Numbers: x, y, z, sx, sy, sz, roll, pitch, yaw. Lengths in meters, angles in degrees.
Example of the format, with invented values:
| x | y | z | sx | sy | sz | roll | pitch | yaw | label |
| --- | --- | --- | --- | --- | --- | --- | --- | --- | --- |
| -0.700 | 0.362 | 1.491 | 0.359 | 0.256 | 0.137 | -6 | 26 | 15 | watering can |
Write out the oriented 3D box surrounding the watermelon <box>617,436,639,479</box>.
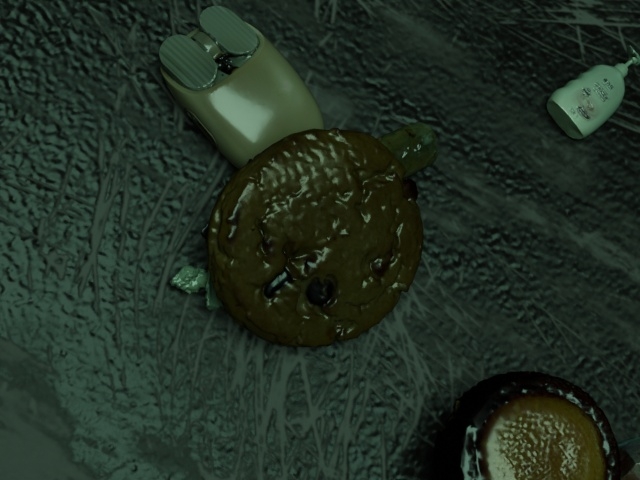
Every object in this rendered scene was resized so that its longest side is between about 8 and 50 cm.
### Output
| x | y | z | sx | sy | sz | roll | pitch | yaw | label |
| --- | --- | --- | --- | --- | --- | --- | --- | --- | --- |
| 0.433 | 0.296 | 1.797 | 0.084 | 0.072 | 0.092 | 39 | 68 | -21 | watermelon |

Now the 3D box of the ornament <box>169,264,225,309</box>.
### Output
| x | y | z | sx | sy | sz | roll | pitch | yaw | label |
| --- | --- | --- | --- | --- | --- | --- | --- | --- | --- |
| -0.135 | 0.057 | 1.726 | 0.092 | 0.041 | 0.068 | 39 | 53 | 6 | ornament |

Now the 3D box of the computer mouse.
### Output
| x | y | z | sx | sy | sz | roll | pitch | yaw | label |
| --- | --- | --- | --- | --- | --- | --- | --- | --- | --- |
| -0.097 | -0.185 | 1.764 | 0.145 | 0.082 | 0.236 | -39 | 90 | -17 | computer mouse |

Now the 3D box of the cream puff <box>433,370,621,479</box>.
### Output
| x | y | z | sx | sy | sz | roll | pitch | yaw | label |
| --- | --- | --- | --- | --- | --- | --- | --- | --- | --- |
| 0.250 | 0.281 | 1.705 | 0.239 | 0.165 | 0.239 | 3 | 77 | -13 | cream puff |

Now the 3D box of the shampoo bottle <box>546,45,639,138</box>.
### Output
| x | y | z | sx | sy | sz | roll | pitch | yaw | label |
| --- | --- | --- | --- | --- | --- | --- | --- | --- | --- |
| 0.387 | -0.209 | 1.901 | 0.152 | 0.045 | 0.077 | -39 | 89 | -18 | shampoo bottle |

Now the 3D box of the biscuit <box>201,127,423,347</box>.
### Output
| x | y | z | sx | sy | sz | roll | pitch | yaw | label |
| --- | --- | --- | --- | --- | --- | --- | --- | --- | --- |
| 0.000 | 0.001 | 1.704 | 0.295 | 0.075 | 0.296 | -6 | 104 | -23 | biscuit |

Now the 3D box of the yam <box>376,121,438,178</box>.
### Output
| x | y | z | sx | sy | sz | roll | pitch | yaw | label |
| --- | --- | --- | --- | --- | --- | --- | --- | --- | --- |
| 0.010 | -0.066 | 1.772 | 0.317 | 0.067 | 0.071 | -26 | 84 | -18 | yam |
